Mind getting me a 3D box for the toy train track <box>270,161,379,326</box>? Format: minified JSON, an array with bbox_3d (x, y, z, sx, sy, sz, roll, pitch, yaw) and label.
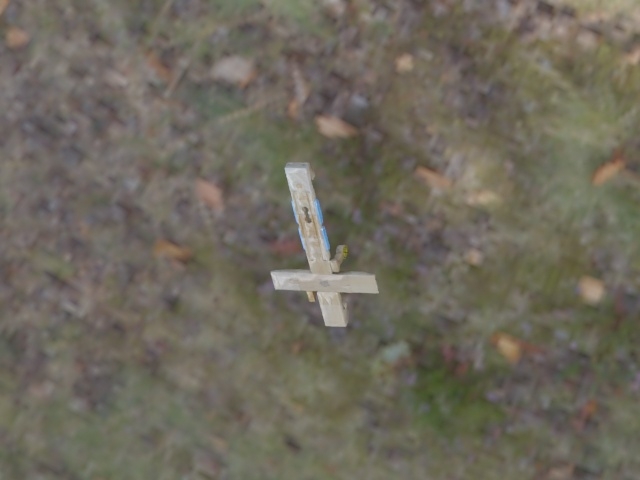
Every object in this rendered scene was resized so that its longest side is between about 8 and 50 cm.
[{"bbox_3d":[0.000,0.000,0.814,0.048,0.014,0.083,2,128,22],"label":"toy train track"}]
